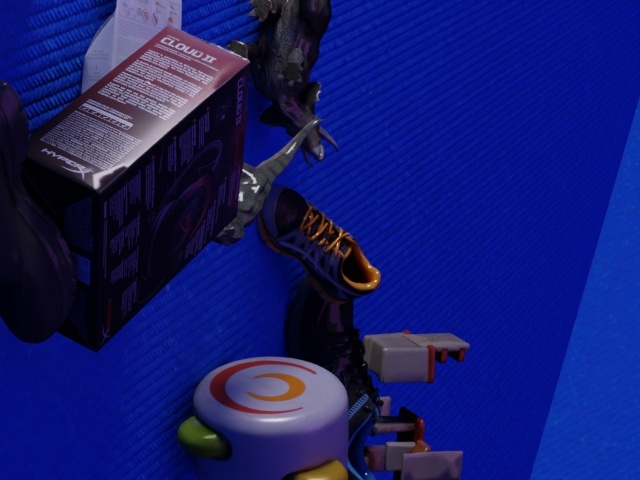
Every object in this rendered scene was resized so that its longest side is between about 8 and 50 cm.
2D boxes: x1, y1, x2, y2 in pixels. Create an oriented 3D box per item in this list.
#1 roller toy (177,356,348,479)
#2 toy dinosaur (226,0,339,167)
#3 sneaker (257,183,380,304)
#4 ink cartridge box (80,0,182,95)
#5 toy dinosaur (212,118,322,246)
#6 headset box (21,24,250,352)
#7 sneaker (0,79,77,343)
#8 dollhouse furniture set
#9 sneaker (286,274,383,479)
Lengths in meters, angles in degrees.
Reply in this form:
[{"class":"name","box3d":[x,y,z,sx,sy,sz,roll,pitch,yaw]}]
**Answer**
[{"class":"roller toy","box3d":[-0.059,0.244,2.237,0.191,0.209,0.146,-63,155,-65]},{"class":"toy dinosaur","box3d":[-0.036,-0.256,2.239,0.160,0.121,0.314,21,75,-79]},{"class":"sneaker","box3d":[0.000,0.000,2.364,0.215,0.083,0.084,45,59,-31]},{"class":"ink cartridge box","box3d":[-0.203,-0.206,1.943,0.145,0.045,0.179,8,82,-66]},{"class":"toy dinosaur","box3d":[-0.102,-0.068,2.114,0.268,0.118,0.064,-55,147,-46]},{"class":"headset box","box3d":[-0.182,-0.063,1.850,0.293,0.110,0.218,-47,154,-41]},{"class":"sneaker","box3d":[-0.320,-0.015,1.680,0.130,0.109,0.286,-47,131,-42]},{"class":"dollhouse furniture set","box3d":[0.127,0.265,2.566,0.135,0.262,0.259,0,102,-21]},{"class":"sneaker","box3d":[0.029,0.189,2.490,0.125,0.139,0.341,-11,107,-62]}]
